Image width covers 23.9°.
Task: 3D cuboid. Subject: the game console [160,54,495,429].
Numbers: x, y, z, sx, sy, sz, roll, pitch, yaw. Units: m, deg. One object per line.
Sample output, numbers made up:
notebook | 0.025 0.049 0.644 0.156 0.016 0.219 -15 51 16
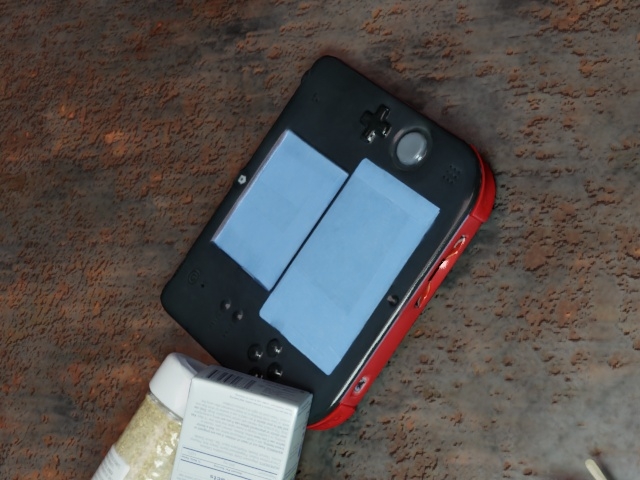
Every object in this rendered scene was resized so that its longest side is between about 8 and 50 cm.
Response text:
game console | 0.000 0.000 1.803 0.342 0.060 0.386 38 96 37

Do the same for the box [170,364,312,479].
box | -0.088 0.224 1.689 0.126 0.072 0.137 15 101 11

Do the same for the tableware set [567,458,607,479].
tableware set | 0.269 0.331 1.506 0.128 0.039 0.194 -31 62 -3

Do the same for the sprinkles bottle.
sprinkles bottle | -0.222 0.309 1.804 0.121 0.121 0.355 36 96 38
